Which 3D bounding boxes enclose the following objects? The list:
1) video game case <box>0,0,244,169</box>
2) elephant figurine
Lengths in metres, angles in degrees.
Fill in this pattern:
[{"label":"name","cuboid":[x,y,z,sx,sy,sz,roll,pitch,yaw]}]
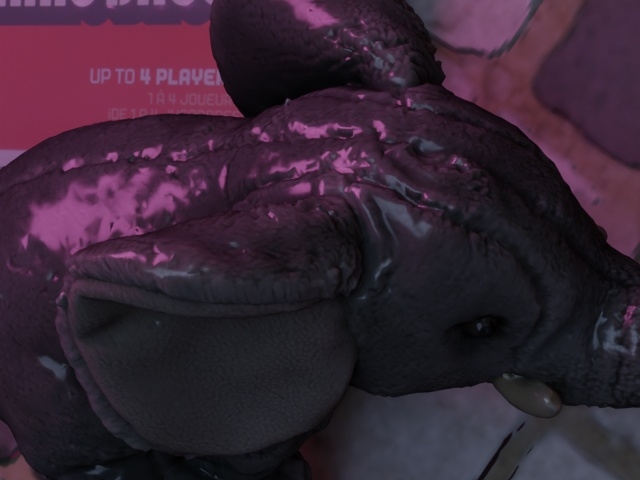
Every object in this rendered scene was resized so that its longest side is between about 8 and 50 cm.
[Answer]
[{"label":"video game case","cuboid":[-0.062,-0.166,0.546,0.204,0.025,0.285,4,90,22]},{"label":"elephant figurine","cuboid":[0.000,0.000,0.413,0.239,0.186,0.169,-36,65,48]}]
